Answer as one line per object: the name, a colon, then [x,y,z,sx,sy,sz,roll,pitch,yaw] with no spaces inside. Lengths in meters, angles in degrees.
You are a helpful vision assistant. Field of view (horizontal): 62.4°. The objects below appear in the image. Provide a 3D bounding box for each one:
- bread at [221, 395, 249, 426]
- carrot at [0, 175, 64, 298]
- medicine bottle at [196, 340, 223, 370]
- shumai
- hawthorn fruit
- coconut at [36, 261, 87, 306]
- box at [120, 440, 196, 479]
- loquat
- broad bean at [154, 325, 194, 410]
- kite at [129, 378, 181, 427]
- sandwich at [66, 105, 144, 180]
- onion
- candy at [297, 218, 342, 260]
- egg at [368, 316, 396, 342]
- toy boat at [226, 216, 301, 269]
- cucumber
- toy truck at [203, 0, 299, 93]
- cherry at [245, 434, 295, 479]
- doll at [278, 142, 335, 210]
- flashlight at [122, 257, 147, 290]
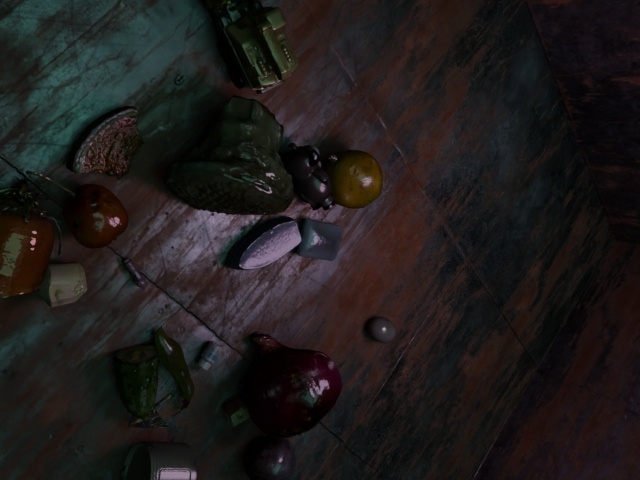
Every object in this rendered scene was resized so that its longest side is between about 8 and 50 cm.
bread: [-0.296,0.599,1.852,0.083,0.070,0.077,-23,114,-33]
carrot: [-0.760,0.008,1.299,0.214,0.193,0.332,11,90,-13]
medicine bottle: [-0.369,0.384,1.761,0.052,0.052,0.089,42,76,-35]
shumai: [-0.249,-0.253,1.575,0.397,0.324,0.324,16,76,-42]
hawthorn fruit: [-0.638,-0.104,1.385,0.165,0.165,0.285,-52,128,-15]
coconut: [-0.703,0.116,1.422,0.122,0.116,0.116,-11,107,-35]
box: [-0.505,0.743,1.635,0.149,0.226,0.226,20,89,-37]
loquat: [0.104,-0.230,1.872,0.246,0.213,0.214,41,76,-35]
broad bean: [-0.459,0.414,1.693,0.075,0.067,0.326,-23,112,-20]
kite: [-0.544,0.547,1.697,0.160,0.010,0.183,-36,119,-25]
sandwich: [-0.581,-0.271,1.450,0.159,0.079,0.235,31,86,-47]
onion: [-0.121,0.479,1.838,0.347,0.348,0.385,-29,81,-28]
candy: [0.000,0.000,1.929,0.174,0.071,0.138,10,94,-38]
egg: [0.255,0.370,2.179,0.135,0.103,0.103,35,80,-39]
toy boat: [-0.190,0.019,1.794,0.282,0.078,0.127,-32,121,-28]
cucumber: [-0.550,0.444,1.607,0.134,0.134,0.245,-12,111,-33]
toy truck: [-0.207,-0.637,1.531,0.180,0.254,0.406,-32,115,-21]
cherry: [-0.177,0.810,1.925,0.195,0.195,0.195,-9,106,-34]
doll: [-0.038,-0.219,1.785,0.117,0.181,0.258,-43,120,-36]
flashlight: [-0.555,0.100,1.575,0.031,0.052,0.110,-25,112,10]
